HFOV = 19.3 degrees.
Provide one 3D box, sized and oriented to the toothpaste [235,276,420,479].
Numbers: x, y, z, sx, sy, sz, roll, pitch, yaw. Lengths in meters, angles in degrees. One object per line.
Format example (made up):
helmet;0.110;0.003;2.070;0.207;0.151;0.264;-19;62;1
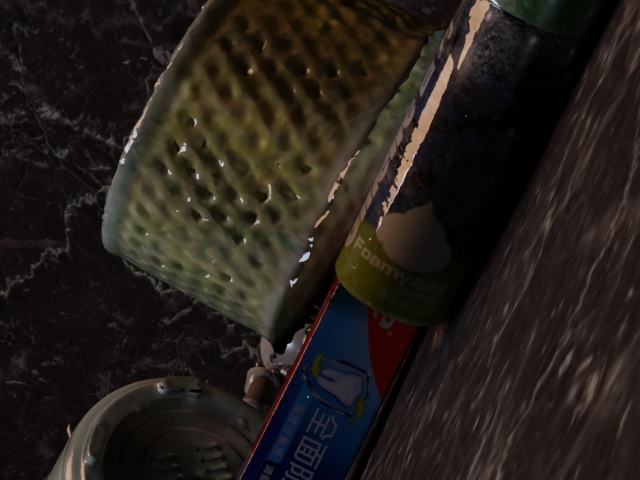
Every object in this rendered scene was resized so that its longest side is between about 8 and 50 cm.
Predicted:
toothpaste;0.030;0.078;1.484;0.320;0.076;0.066;-64;1;-2

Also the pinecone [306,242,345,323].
pinecone;-0.005;-0.001;1.947;0.204;0.184;0.179;-160;77;-79

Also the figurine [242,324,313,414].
figurine;-0.030;0.142;2.079;0.147;0.093;0.197;-59;6;49

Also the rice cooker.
rice cooker;-0.145;0.263;1.672;0.241;0.280;0.227;-14;-28;-34

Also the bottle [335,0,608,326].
bottle;0.116;-0.100;1.301;0.093;0.093;0.330;-71;6;-69

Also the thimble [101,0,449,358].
thimble;-0.033;-0.067;1.361;0.270;0.150;0.271;-61;-6;-12
